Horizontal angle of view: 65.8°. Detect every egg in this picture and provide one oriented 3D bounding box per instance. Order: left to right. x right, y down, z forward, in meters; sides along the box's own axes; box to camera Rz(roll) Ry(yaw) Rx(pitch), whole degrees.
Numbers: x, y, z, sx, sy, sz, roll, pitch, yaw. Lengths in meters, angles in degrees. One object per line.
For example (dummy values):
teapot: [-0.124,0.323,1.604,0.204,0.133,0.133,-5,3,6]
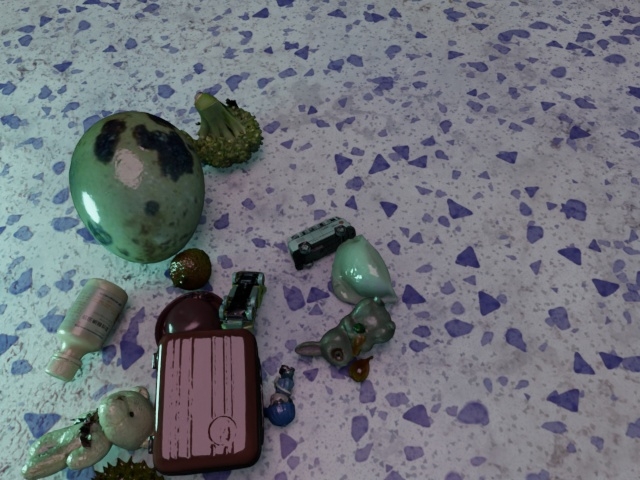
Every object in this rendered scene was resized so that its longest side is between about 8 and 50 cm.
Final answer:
egg: [-0.486,-0.141,1.333,0.345,0.345,0.428,-10,66,-4]

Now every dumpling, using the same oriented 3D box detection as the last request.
dumpling: [0.114,0.095,1.318,0.105,0.149,0.217,-7,55,-49]

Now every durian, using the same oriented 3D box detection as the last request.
durian: [-0.418,0.536,1.039,0.375,0.106,0.132,1,91,8]

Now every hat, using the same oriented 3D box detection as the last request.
hat: [-0.326,0.211,1.255,0.205,0.089,0.205,-1,57,2]

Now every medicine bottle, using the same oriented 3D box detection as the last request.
medicine bottle: [-0.592,0.224,1.242,0.114,0.114,0.252,14,59,11]

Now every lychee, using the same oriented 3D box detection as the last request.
lychee: [-0.348,0.080,1.324,0.114,0.114,0.146,11,30,9]

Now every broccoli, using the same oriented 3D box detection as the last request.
broccoli: [-0.320,-0.357,1.520,0.263,0.243,0.247,0,64,10]

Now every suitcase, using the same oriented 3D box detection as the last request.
suitcase: [-0.245,0.350,1.090,0.236,0.161,0.297,-2,64,-7]

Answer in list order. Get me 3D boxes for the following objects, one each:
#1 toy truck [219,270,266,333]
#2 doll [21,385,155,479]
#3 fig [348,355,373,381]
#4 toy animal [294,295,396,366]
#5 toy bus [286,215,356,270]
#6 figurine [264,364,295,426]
toy truck: [-0.191,0.170,1.251,0.085,0.116,0.191,2,34,5]
doll: [-0.505,0.419,1.083,0.278,0.149,0.175,-22,49,-18]
fig: [0.104,0.308,1.206,0.050,0.050,0.083,35,52,21]
toy animal: [0.064,0.244,1.219,0.251,0.127,0.125,-31,39,5]
toy bus: [0.000,0.000,1.380,0.194,0.087,0.089,-26,51,-12]
figurine: [-0.085,0.369,1.166,0.079,0.077,0.136,26,52,1]
